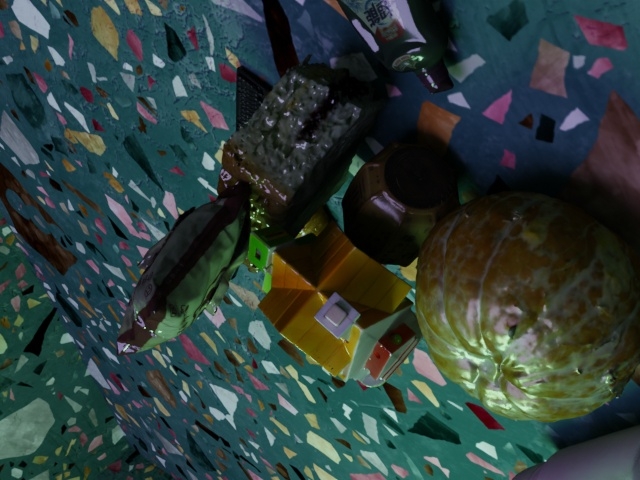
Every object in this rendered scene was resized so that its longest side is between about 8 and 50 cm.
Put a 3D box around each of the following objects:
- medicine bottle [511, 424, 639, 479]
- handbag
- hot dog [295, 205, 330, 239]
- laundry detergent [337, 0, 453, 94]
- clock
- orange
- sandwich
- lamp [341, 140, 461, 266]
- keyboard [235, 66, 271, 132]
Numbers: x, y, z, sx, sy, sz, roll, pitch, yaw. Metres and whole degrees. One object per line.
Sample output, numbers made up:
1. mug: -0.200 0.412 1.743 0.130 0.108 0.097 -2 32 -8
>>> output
1. medicine bottle: 0.449 0.409 1.351 0.219 0.219 0.388 47 149 3
2. handbag: -0.183 0.049 1.228 0.127 0.235 0.213 40 149 1
3. hot dog: -0.001 0.001 1.620 0.068 0.083 0.289 -9 119 35
4. laundry detergent: 0.098 -0.284 1.162 0.221 0.078 0.144 56 151 -16
5. clock: 0.020 0.082 1.277 0.235 0.166 0.309 41 179 17
6. orange: 0.272 0.089 1.183 0.329 0.249 0.329 27 143 23
7. sandwich: -0.032 -0.127 1.325 0.131 0.262 0.325 38 149 8
8. lamp: 0.117 -0.052 1.324 0.161 0.161 0.185 44 154 9
9. keyboard: -0.121 -0.204 1.592 0.094 0.025 0.230 39 149 21
